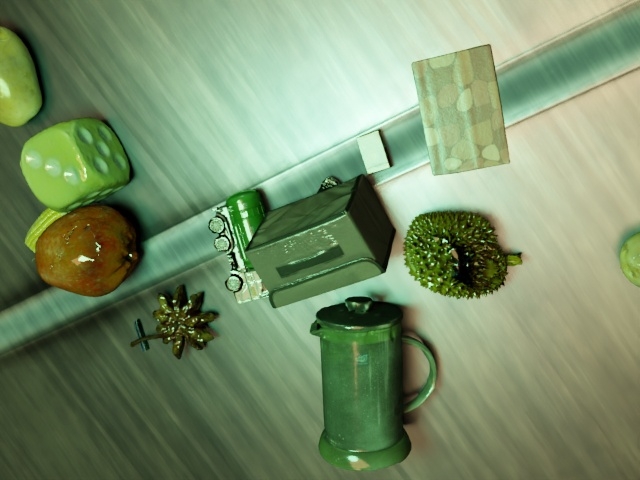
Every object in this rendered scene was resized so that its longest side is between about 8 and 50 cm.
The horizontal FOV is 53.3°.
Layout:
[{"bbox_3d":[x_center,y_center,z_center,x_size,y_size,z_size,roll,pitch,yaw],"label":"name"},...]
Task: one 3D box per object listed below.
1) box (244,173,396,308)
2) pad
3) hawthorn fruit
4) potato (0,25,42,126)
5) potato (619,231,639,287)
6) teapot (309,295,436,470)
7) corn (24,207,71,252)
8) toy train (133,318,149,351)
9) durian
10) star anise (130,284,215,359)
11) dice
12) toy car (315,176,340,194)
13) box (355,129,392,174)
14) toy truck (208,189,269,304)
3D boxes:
[{"bbox_3d":[0.000,0.000,1.304,0.252,0.188,0.153,-20,113,24],"label":"box"},{"bbox_3d":[0.277,-0.253,1.262,0.158,0.003,0.235,-9,100,19],"label":"pad"},{"bbox_3d":[-0.567,0.029,1.488,0.298,0.211,0.211,-6,101,19],"label":"hawthorn fruit"},{"bbox_3d":[-0.748,-0.381,1.490,0.150,0.146,0.234,-3,105,49],"label":"potato"},{"bbox_3d":[0.639,0.029,1.160,0.178,0.109,0.119,-9,114,19],"label":"potato"},{"bbox_3d":[0.116,0.284,1.356,0.270,0.200,0.337,-5,101,-8],"label":"teapot"},{"bbox_3d":[-0.666,-0.028,1.583,0.085,0.063,0.165,40,115,-21],"label":"corn"},{"bbox_3d":[-0.452,0.237,1.603,0.017,0.017,0.083,-11,99,27],"label":"toy train"},{"bbox_3d":[0.276,0.039,1.261,0.237,0.138,0.194,2,104,16],"label":"durian"},{"bbox_3d":[-0.349,0.220,1.537,0.177,0.073,0.234,37,114,10],"label":"star anise"},{"bbox_3d":[-0.555,-0.171,1.454,0.166,0.169,0.170,-26,94,22],"label":"dice"},{"bbox_3d":[0.008,-0.094,1.373,0.041,0.025,0.093,35,119,2],"label":"toy car"},{"bbox_3d":[0.111,-0.183,1.321,0.051,0.023,0.082,-17,97,21],"label":"box"},{"bbox_3d":[-0.161,0.012,1.416,0.124,0.101,0.243,-14,96,8],"label":"toy truck"}]
